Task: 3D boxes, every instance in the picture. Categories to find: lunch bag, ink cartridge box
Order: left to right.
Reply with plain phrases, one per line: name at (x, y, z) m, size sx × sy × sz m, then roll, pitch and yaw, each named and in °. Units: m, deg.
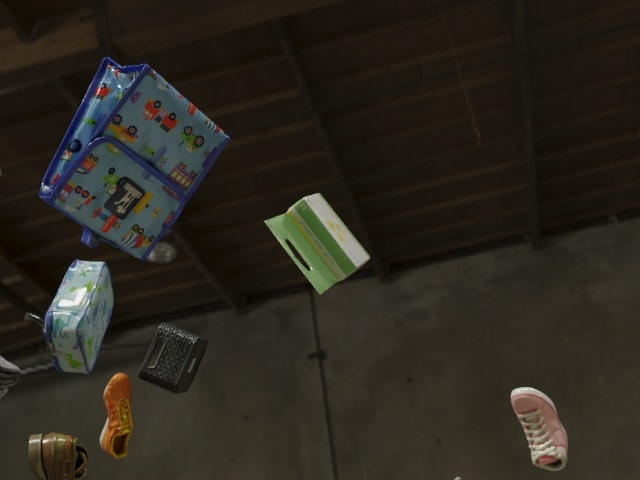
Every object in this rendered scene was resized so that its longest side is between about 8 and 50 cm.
lunch bag at (-0.512, 0.166, 1.760) m, size 0.090 × 0.219 × 0.176 m, roll 5°, pitch -46°, yaw 3°
lunch bag at (-0.329, -0.122, 1.396) m, size 0.138 × 0.293 × 0.221 m, roll 18°, pitch -15°, yaw 42°
ink cartridge box at (0.000, 0.000, 1.545) m, size 0.056 × 0.171 × 0.235 m, roll -39°, pitch -4°, yaw 16°

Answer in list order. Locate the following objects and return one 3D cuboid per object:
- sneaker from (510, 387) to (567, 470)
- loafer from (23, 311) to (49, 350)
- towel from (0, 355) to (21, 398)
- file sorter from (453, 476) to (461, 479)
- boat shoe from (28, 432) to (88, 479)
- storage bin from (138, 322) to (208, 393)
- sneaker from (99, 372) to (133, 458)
sneaker at (0.307, 0.267, 1.143) m, size 0.051 × 0.070 × 0.134 m, roll -21°, pitch -60°, yaw 29°
loafer at (-0.601, 0.223, 1.850) m, size 0.170 × 0.061 × 0.062 m, roll 34°, pitch -6°, yaw 0°
towel at (-0.942, 0.317, 2.197) m, size 0.121 × 0.235 × 0.283 m, roll -49°, pitch -3°, yaw -11°
file sorter at (0.328, 0.545, 1.407) m, size 0.278 × 0.192 × 0.173 m, roll 13°, pitch 3°, yaw 24°
boat shoe at (-0.580, 0.519, 1.864) m, size 0.104 × 0.110 × 0.307 m, roll -4°, pitch -27°, yaw -10°
storage bin at (-0.305, 0.248, 1.726) m, size 0.084 × 0.122 × 0.180 m, roll 22°, pitch -8°, yaw 3°
sneaker at (-0.396, 0.349, 1.639) m, size 0.067 × 0.175 × 0.064 m, roll 16°, pitch 17°, yaw 40°
